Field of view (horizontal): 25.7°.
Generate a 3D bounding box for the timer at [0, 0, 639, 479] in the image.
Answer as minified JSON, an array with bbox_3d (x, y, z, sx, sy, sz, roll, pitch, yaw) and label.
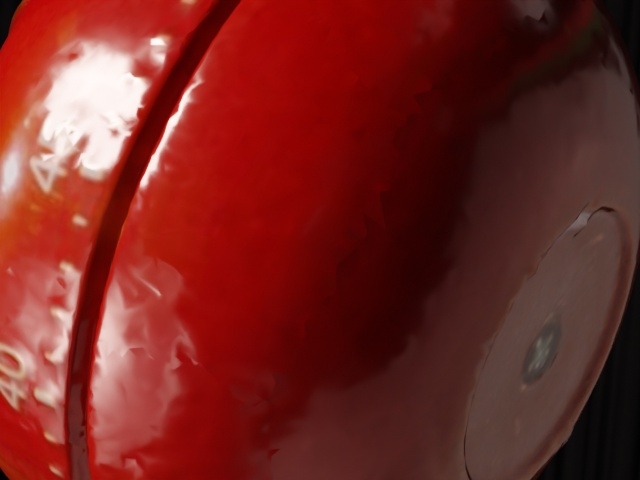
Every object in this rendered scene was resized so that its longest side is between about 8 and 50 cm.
[{"bbox_3d":[0.000,0.000,0.706,0.279,0.377,0.378,25,10,27],"label":"timer"}]
